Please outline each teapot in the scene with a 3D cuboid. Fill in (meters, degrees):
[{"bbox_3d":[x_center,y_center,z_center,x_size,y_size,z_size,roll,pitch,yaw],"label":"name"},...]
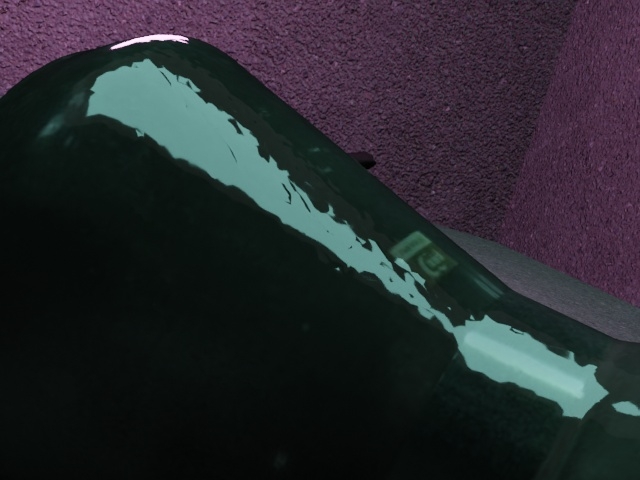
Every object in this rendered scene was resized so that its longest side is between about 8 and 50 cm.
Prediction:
[{"bbox_3d":[-0.013,0.079,0.580,0.344,0.253,0.300,25,41,18],"label":"teapot"}]

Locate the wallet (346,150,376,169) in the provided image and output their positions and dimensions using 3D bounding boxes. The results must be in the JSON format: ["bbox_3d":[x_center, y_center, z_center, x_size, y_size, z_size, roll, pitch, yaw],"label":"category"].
[{"bbox_3d":[-0.105,-0.099,1.996,0.377,0.051,0.197,-10,5,-37],"label":"wallet"}]
